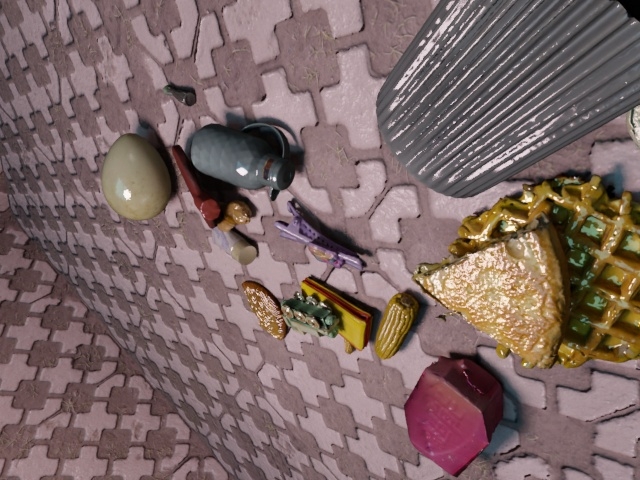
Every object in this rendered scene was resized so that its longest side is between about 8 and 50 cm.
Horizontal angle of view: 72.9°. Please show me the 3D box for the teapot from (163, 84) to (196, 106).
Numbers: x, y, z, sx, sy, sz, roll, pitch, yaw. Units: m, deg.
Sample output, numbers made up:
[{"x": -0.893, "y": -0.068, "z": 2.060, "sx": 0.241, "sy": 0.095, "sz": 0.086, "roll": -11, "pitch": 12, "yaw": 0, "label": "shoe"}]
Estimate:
[{"x": -0.417, "y": -0.431, "z": 1.276, "sx": 0.111, "sy": 0.043, "sz": 0.042, "roll": 30, "pitch": 132, "yaw": 29, "label": "teapot"}]

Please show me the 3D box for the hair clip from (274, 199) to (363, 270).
[{"x": -0.012, "y": 0.008, "z": 1.161, "sx": 0.278, "sy": 0.090, "sz": 0.137, "roll": 39, "pitch": 169, "yaw": 20, "label": "hair clip"}]

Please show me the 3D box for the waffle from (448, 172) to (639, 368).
[{"x": 0.436, "y": 0.075, "z": 0.811, "sx": 0.382, "sy": 0.095, "sz": 0.379, "roll": -28, "pitch": 93, "yaw": 45, "label": "waffle"}]

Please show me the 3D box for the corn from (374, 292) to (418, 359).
[{"x": 0.194, "y": 0.228, "z": 1.123, "sx": 0.080, "sy": 0.080, "sz": 0.231, "roll": 31, "pitch": 134, "yaw": 24, "label": "corn"}]

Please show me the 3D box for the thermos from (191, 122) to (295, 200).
[{"x": -0.192, "y": -0.224, "z": 1.144, "sx": 0.287, "sy": 0.145, "sz": 0.182, "roll": 21, "pitch": 99, "yaw": 28, "label": "thermos"}]

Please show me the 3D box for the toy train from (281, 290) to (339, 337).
[{"x": -0.028, "y": 0.221, "z": 1.233, "sx": 0.194, "sy": 0.081, "sz": 0.125, "roll": 13, "pitch": 138, "yaw": 41, "label": "toy train"}]

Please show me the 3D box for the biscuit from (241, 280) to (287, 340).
[{"x": -0.199, "y": 0.239, "z": 1.505, "sx": 0.228, "sy": 0.031, "sz": 0.176, "roll": 41, "pitch": 134, "yaw": 14, "label": "biscuit"}]

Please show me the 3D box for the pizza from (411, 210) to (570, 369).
[{"x": 0.306, "y": 0.073, "z": 0.808, "sx": 0.288, "sy": 0.075, "sz": 0.279, "roll": 12, "pitch": 112, "yaw": 37, "label": "pizza"}]

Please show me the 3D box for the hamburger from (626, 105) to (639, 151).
[{"x": 0.514, "y": -0.172, "z": 0.603, "sx": 0.140, "sy": 0.062, "sz": 0.133, "roll": 1, "pitch": 114, "yaw": 43, "label": "hamburger"}]

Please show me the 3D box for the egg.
[{"x": -0.620, "y": -0.211, "z": 1.462, "sx": 0.218, "sy": 0.218, "sz": 0.295, "roll": 19, "pitch": 118, "yaw": 32, "label": "egg"}]

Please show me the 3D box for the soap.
[{"x": 0.333, "y": 0.433, "z": 1.092, "sx": 0.220, "sy": 0.127, "sz": 0.324, "roll": 32, "pitch": 132, "yaw": 20, "label": "soap"}]

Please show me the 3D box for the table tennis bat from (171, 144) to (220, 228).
[{"x": -0.363, "y": -0.144, "z": 1.273, "sx": 0.415, "sy": 0.051, "sz": 0.268, "roll": 38, "pitch": 150, "yaw": 59, "label": "table tennis bat"}]

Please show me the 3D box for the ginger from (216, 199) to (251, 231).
[{"x": -0.278, "y": -0.078, "z": 1.349, "sx": 0.190, "sy": 0.069, "sz": 0.095, "roll": -7, "pitch": 98, "yaw": 47, "label": "ginger"}]

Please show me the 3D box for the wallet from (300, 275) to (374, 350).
[{"x": 0.045, "y": 0.209, "z": 1.256, "sx": 0.241, "sy": 0.067, "sz": 0.141, "roll": 29, "pitch": 136, "yaw": 31, "label": "wallet"}]

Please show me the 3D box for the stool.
[{"x": 0.272, "y": -0.244, "z": 0.620, "sx": 0.297, "sy": 0.297, "sz": 0.330, "roll": 51, "pitch": 142, "yaw": 4, "label": "stool"}]

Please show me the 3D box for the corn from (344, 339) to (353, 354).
[{"x": 0.084, "y": 0.310, "z": 1.302, "sx": 0.027, "sy": 0.028, "sz": 0.083, "roll": 21, "pitch": 128, "yaw": 45, "label": "corn"}]

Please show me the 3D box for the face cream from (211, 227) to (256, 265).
[{"x": -0.303, "y": 0.002, "z": 1.440, "sx": 0.224, "sy": 0.070, "sz": 0.114, "roll": 31, "pitch": 132, "yaw": 40, "label": "face cream"}]
